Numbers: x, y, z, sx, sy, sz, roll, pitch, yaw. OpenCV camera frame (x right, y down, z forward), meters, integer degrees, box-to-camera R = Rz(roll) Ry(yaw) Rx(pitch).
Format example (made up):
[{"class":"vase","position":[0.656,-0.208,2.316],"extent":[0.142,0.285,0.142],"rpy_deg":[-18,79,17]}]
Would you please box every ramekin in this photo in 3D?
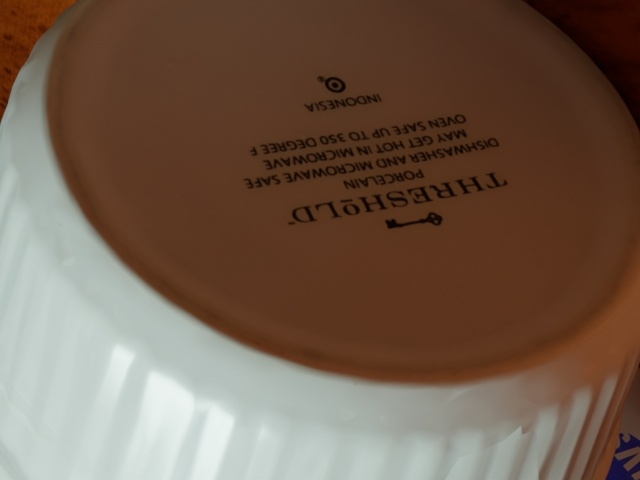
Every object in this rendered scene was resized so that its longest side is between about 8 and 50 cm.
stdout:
[{"class":"ramekin","position":[0.000,0.000,0.528],"extent":[0.273,0.273,0.127],"rpy_deg":[54,147,28]}]

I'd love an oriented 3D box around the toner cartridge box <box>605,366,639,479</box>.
[{"class":"toner cartridge box","position":[0.151,0.214,0.522],"extent":[0.348,0.165,0.075],"rpy_deg":[51,156,34]}]
